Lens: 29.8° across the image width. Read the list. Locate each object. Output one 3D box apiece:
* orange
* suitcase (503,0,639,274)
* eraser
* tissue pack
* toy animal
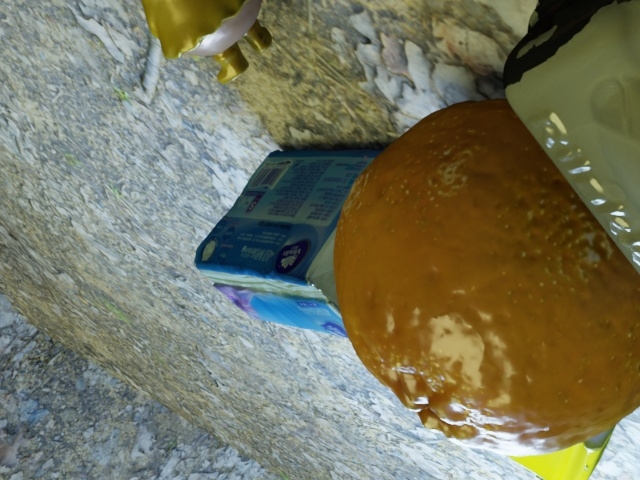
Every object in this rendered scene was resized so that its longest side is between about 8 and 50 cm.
[{"bbox_3d":[0.170,0.044,1.131,0.340,0.293,0.340,31,157,14],"label":"orange"},{"bbox_3d":[0.316,-0.068,0.777,0.351,0.194,0.339,49,152,-12],"label":"suitcase"},{"bbox_3d":[0.315,0.263,1.666,0.158,0.069,0.226,33,159,19],"label":"eraser"},{"bbox_3d":[0.000,0.000,1.446,0.146,0.198,0.263,46,158,-29],"label":"tissue pack"},{"bbox_3d":[-0.134,-0.264,1.186,0.156,0.156,0.230,9,146,52],"label":"toy animal"}]
